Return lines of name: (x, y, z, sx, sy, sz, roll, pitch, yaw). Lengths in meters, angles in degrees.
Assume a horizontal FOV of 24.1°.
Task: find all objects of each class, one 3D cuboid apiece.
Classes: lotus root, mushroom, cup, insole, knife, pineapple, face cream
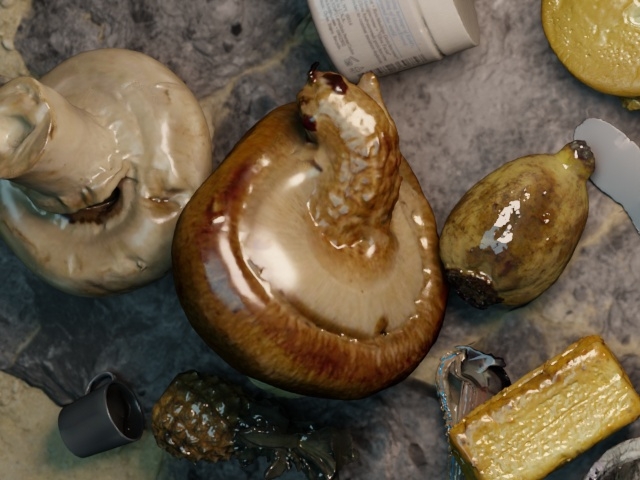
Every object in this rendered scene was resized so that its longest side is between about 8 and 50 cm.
lotus root: (0.221, -0.019, 1.627, 0.214, 0.138, 0.138, -45, 80, -1)
mushroom: (0.000, 0.000, 1.601, 0.259, 0.345, 0.345, -35, 82, 52)
cup: (-0.268, 0.208, 1.814, 0.077, 0.078, 0.100, -24, 52, 20)
insole: (0.344, -0.056, 1.649, 0.064, 0.004, 0.188, -36, 83, 15)
knife: (0.160, 0.297, 1.705, 0.089, 0.043, 0.365, 8, 97, 16)
pineapple: (-0.071, 0.224, 1.731, 0.237, 0.119, 0.111, 16, 120, 17)
mushroom: (-0.271, -0.076, 1.681, 0.292, 0.290, 0.293, 0, 89, 19)
face cream: (0.074, -0.271, 1.626, 0.153, 0.177, 0.177, -16, 88, 16)

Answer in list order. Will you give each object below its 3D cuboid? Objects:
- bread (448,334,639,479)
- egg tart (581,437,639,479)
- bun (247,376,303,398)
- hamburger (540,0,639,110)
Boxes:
bread: (0.243, 0.197, 1.630, 0.211, 0.083, 0.114, -32, 93, -1)
egg tart: (0.362, 0.325, 1.587, 0.234, 0.094, 0.234, 9, 103, 41)
bun: (-0.041, 0.130, 1.739, 0.115, 0.069, 0.115, 0, 91, 17)
hamburger: (0.332, -0.247, 1.584, 0.189, 0.122, 0.215, 15, 101, 21)
